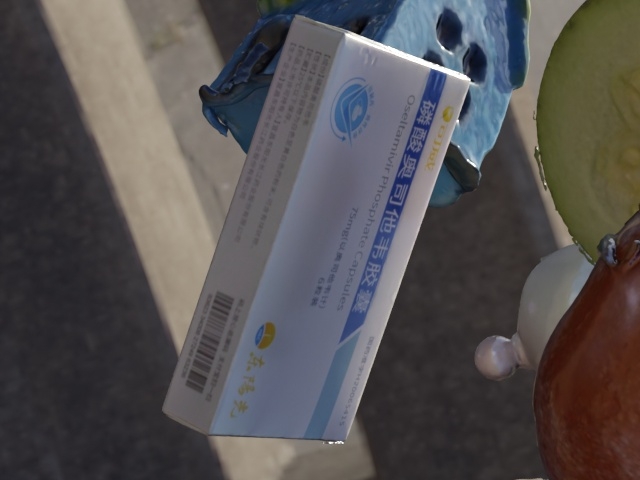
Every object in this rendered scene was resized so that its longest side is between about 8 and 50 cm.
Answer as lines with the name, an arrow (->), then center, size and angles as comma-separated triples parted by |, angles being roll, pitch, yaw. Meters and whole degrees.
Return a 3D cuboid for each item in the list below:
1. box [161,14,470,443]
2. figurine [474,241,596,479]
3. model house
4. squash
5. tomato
box -> 0.000, 0.000, 1.515 | 0.200, 0.065, 0.343 | 11, 99, -54
figurine -> 0.222, 0.107, 1.490 | 0.144, 0.182, 0.257 | 2, 85, -63
model house -> 0.066, -0.181, 1.763 | 0.215, 0.237, 0.303 | 52, 47, -26
squash -> 0.221, -0.062, 1.061 | 0.041, 0.219, 0.219 | -19, 91, -45
tomato -> 0.209, 0.066, 0.830 | 0.188, 0.232, 0.232 | 34, 20, 22
